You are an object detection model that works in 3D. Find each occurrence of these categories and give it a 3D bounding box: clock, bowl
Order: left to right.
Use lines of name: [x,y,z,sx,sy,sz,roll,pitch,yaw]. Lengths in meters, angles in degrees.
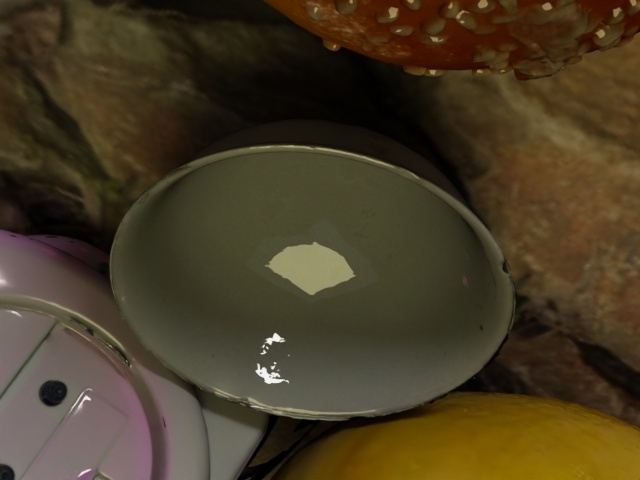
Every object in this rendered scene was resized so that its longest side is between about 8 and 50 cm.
clock: [-0.170,0.100,0.560,0.248,0.227,0.090,39,155,-13]
bowl: [0.000,0.000,0.532,0.189,0.086,0.189,5,136,5]

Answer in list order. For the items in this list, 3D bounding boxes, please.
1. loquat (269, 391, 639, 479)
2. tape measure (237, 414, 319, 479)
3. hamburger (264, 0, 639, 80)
loquat: [0.091,0.257,0.591,0.329,0.359,0.328,-5,126,-7]
tape measure: [-0.053,0.161,0.690,0.180,0.104,0.107,-18,145,17]
hamburger: [0.053,-0.147,0.337,0.237,0.147,0.236,4,138,4]
